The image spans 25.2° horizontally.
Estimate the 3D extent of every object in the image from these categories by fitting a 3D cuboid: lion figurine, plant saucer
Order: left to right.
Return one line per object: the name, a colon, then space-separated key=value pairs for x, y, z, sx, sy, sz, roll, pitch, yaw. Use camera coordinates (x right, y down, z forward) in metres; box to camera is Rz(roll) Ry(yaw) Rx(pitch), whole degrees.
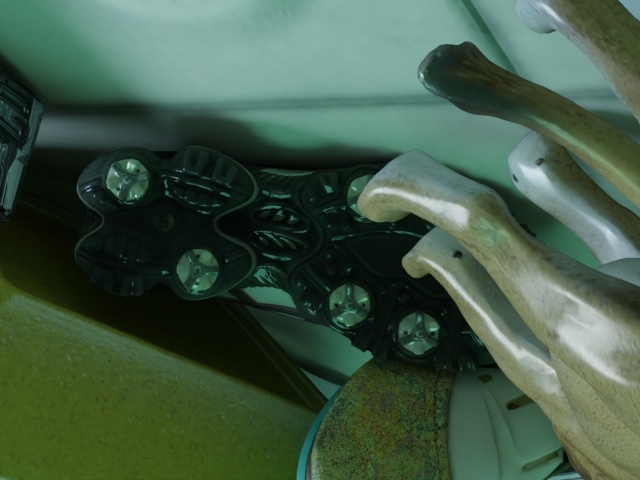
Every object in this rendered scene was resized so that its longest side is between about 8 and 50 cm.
plant saucer: x=-0.134 y=0.057 z=0.867 sx=0.333 sy=0.081 sz=0.333 roll=26 pitch=-172 yaw=-32
lion figurine: x=0.142 y=0.045 z=0.578 sx=0.240 sy=0.142 sz=0.392 roll=48 pitch=-173 yaw=13

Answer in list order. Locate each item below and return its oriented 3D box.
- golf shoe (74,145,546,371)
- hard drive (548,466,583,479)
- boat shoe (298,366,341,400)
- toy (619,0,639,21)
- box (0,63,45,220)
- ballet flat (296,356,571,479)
golf shoe: x=0.000 y=0.000 z=0.808 sx=0.273 sy=0.105 sz=0.120 roll=13 pitch=-178 yaw=-1
hard drive: x=0.344 y=0.212 z=1.166 sx=0.339 sy=0.064 sz=0.237 roll=21 pitch=159 yaw=-22
boat shoe: x=-0.034 y=0.164 z=1.202 sx=0.301 sy=0.108 sz=0.102 roll=34 pitch=157 yaw=-31
toy: x=0.152 y=-0.103 z=0.463 sx=0.237 sy=0.056 sz=0.137 roll=29 pitch=164 yaw=-23
box: x=-0.319 y=-0.112 z=0.697 sx=0.242 sy=0.076 sz=0.307 roll=4 pitch=158 yaw=23
ballet flat: x=0.101 y=0.110 z=0.855 sx=0.123 sy=0.123 sz=0.348 roll=4 pitch=-176 yaw=23
